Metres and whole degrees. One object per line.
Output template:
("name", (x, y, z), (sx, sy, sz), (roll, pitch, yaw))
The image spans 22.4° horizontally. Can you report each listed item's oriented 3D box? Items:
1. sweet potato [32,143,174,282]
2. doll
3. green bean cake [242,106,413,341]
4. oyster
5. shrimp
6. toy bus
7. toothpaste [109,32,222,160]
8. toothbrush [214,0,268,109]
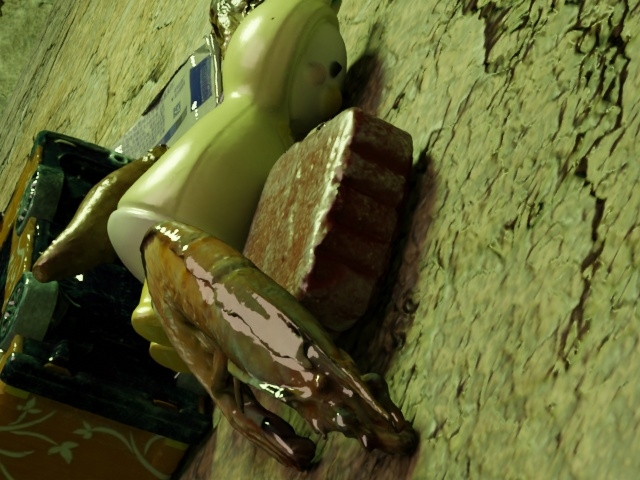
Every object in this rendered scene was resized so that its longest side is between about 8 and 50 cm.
("sweet potato", (-0.105, -0.042, 1.184), (0.274, 0.067, 0.067), (-38, -5, -41))
("doll", (-0.047, -0.055, 1.102), (0.296, 0.117, 0.141), (-59, -24, -16))
("green bean cake", (0.000, 0.000, 0.973), (0.136, 0.056, 0.135), (-31, 41, 60))
("oyster", (-0.074, -0.209, 1.462), (0.148, 0.051, 0.103), (-103, 32, -46))
("shrimp", (-0.027, 0.074, 0.900), (0.251, 0.052, 0.143), (37, 149, 50))
("toy bus", (-0.187, 0.074, 1.251), (0.194, 0.162, 0.323), (-60, 20, 27))
("toothpaste", (-0.172, -0.080, 1.568), (0.282, 0.068, 0.099), (-43, 68, 36))
("toothbrush", (-0.090, -0.101, 1.418), (0.288, 0.024, 0.026), (-63, 4, 13))
